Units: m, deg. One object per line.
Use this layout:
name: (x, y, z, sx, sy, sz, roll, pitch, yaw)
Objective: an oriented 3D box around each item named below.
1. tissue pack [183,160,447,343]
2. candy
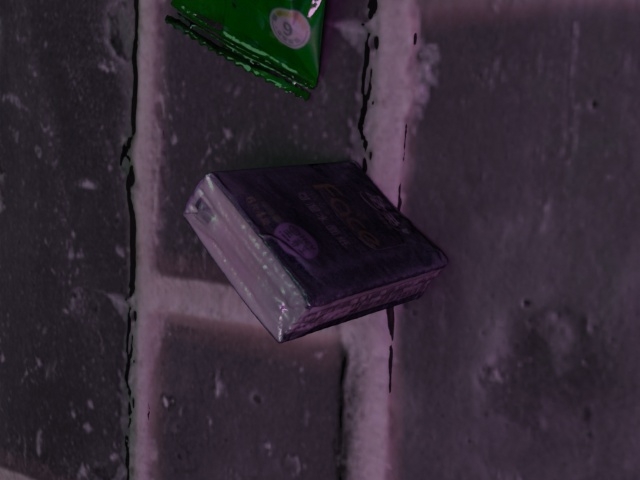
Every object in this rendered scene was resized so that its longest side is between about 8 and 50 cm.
tissue pack: (0.000, 0.000, 0.572, 0.112, 0.156, 0.051, 50, 123, 21)
candy: (-0.035, -0.220, 0.629, 0.141, 0.078, 0.203, 41, 121, 26)
